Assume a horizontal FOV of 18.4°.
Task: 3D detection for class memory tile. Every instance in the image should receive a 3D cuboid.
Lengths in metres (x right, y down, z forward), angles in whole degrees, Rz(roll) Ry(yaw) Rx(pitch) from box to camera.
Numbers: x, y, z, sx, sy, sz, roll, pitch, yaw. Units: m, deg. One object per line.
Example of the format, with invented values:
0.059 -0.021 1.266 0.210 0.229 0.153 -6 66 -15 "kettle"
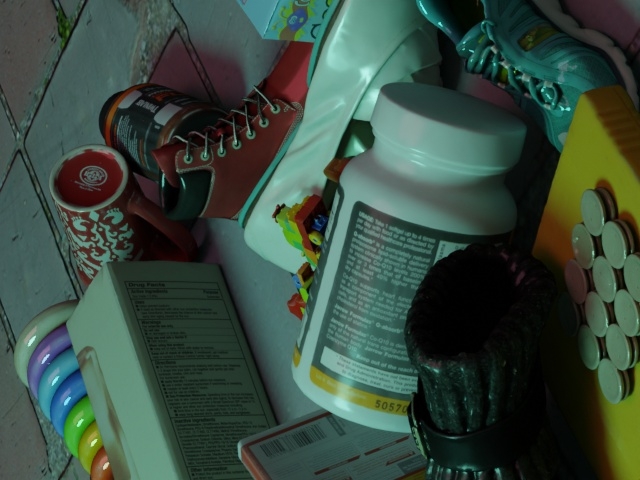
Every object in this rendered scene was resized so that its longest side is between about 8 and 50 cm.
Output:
0.219 0.042 1.512 0.148 0.012 0.113 96 155 -43 "memory tile"

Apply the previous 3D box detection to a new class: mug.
-0.223 -0.030 2.223 0.169 0.150 0.113 73 -174 -56 "mug"

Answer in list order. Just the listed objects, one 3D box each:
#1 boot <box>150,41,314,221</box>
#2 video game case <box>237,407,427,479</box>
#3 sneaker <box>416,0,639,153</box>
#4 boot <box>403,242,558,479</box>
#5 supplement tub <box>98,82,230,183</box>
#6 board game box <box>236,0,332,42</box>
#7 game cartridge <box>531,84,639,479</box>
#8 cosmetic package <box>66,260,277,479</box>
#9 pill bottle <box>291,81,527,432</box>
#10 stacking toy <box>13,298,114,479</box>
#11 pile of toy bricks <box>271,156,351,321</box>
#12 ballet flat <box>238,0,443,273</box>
-0.074 -0.123 1.985 0.088 0.176 0.244 50 128 47 "boot"
0.079 0.235 1.729 0.285 0.204 0.025 49 151 45 "video game case"
0.171 -0.147 1.670 0.275 0.110 0.107 51 130 43 "sneaker"
0.134 0.193 1.547 0.348 0.131 0.260 -97 5 -52 "boot"
-0.175 -0.118 2.202 0.198 0.106 0.106 24 109 54 "supplement tub"
-0.029 -0.329 1.946 0.275 0.142 0.144 58 134 40 "board game box"
0.259 0.088 1.522 0.285 0.053 0.323 101 152 -47 "game cartridge"
-0.153 0.177 2.126 0.129 0.153 0.296 -52 47 42 "cosmetic package"
0.080 0.014 1.718 0.162 0.162 0.278 38 119 50 "pill bottle"
-0.238 0.213 2.248 0.330 0.141 0.141 55 133 46 "stacking toy"
0.000 0.000 1.851 0.105 0.118 0.212 25 154 28 "pile of toy bricks"
0.044 -0.113 1.872 0.139 0.139 0.400 62 141 36 "ballet flat"
